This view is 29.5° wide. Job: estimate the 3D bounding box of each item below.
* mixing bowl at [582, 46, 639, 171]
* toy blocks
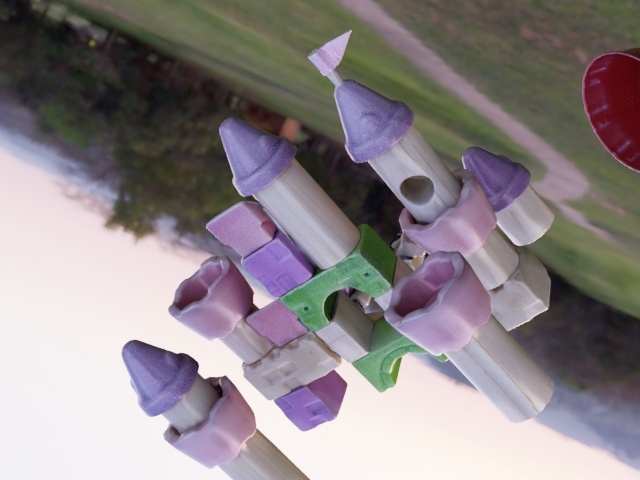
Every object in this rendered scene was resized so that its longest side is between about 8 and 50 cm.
[{"bbox_3d":[0.451,-0.191,1.636,0.181,0.098,0.181,45,154,29],"label":"mixing bowl"},{"bbox_3d":[0.000,0.000,0.938,0.260,0.289,0.309,46,-147,-20],"label":"toy blocks"}]
